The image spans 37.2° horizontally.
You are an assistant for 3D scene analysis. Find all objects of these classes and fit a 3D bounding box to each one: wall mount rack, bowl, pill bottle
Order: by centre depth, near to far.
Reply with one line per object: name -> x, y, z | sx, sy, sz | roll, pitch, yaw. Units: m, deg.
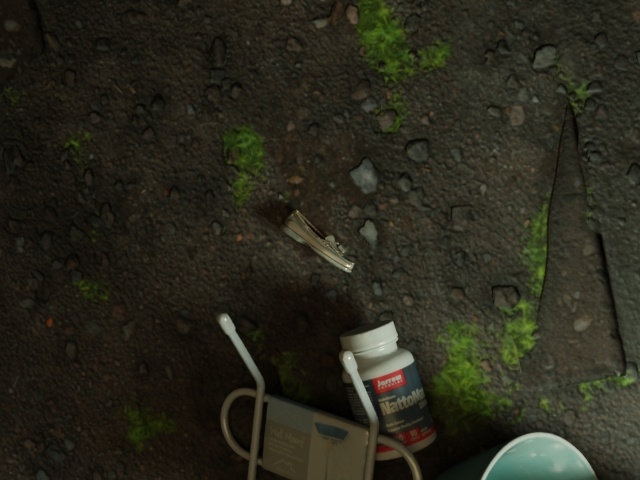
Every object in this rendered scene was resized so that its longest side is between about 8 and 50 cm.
bowl -> 0.239, 0.414, 1.278 | 0.163, 0.311, 0.312 | -12, 92, 50
wall mount rack -> -0.032, 0.257, 1.310 | 0.350, 0.130, 0.304 | 13, 104, 32
pill bottle -> 0.091, 0.211, 1.359 | 0.108, 0.108, 0.180 | -17, 91, 11

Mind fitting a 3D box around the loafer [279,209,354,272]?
loafer -> 0.000, 0.000, 1.396 | 0.125, 0.045, 0.039 | 32, 92, 9
